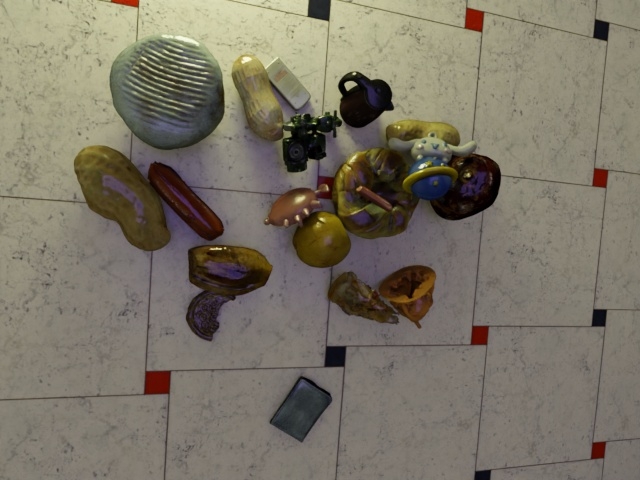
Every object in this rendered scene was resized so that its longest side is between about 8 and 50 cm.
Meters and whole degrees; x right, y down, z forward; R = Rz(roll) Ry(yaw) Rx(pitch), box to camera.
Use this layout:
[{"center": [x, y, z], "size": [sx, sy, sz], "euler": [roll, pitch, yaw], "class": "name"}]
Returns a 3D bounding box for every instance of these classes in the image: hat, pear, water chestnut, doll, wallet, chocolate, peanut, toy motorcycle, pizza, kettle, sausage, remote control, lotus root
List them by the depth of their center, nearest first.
[{"center": [-0.634, -0.130, 1.331], "size": [0.192, 0.169, 0.387], "euler": [-37, 103, -4], "class": "peanut"}, {"center": [-0.463, -0.129, 1.412], "size": [0.102, 0.102, 0.330], "euler": [-43, 104, -9], "class": "sausage"}, {"center": [-0.314, 0.105, 1.432], "size": [0.290, 0.193, 0.193], "euler": [7, 92, -19], "class": "lotus root"}, {"center": [-0.219, -0.491, 1.442], "size": [0.134, 0.134, 0.309], "euler": [-25, 98, -12], "class": "chocolate"}, {"center": [0.189, -0.148, 1.451], "size": [0.147, 0.030, 0.035], "euler": [32, 78, -12], "class": "sausage"}, {"center": [-0.086, -0.125, 1.462], "size": [0.261, 0.211, 0.093], "euler": [-33, 125, -4], "class": "doll"}, {"center": [0.418, -0.261, 1.477], "size": [0.310, 0.160, 0.243], "euler": [-11, 56, -3], "class": "doll"}, {"center": [-0.032, -0.359, 1.481], "size": [0.275, 0.127, 0.205], "euler": [-22, 122, -38], "class": "toy motorcycle"}, {"center": [0.154, -0.518, 1.484], "size": [0.202, 0.232, 0.144], "euler": [41, 82, -14], "class": "kettle"}, {"center": [0.000, 0.000, 1.498], "size": [0.208, 0.209, 0.209], "euler": [-1, 94, -15], "class": "pear"}, {"center": [-0.122, -0.568, 1.511], "size": [0.190, 0.029, 0.087], "euler": [45, 82, -13], "class": "remote control"}, {"center": [0.164, 0.244, 1.573], "size": [0.297, 0.189, 0.071], "euler": [37, 40, -12], "class": "pizza"}, {"center": [-0.072, 0.655, 1.606], "size": [0.167, 0.036, 0.222], "euler": [36, 86, -15], "class": "wallet"}, {"center": [0.405, -0.396, 1.607], "size": [0.318, 0.147, 0.148], "euler": [2, 93, -19], "class": "peanut"}, {"center": [0.559, -0.207, 1.608], "size": [0.244, 0.289, 0.289], "euler": [33, 85, -20], "class": "water chestnut"}, {"center": [0.371, 0.260, 1.624], "size": [0.233, 0.244, 0.233], "euler": [-22, 113, -5], "class": "hat"}]

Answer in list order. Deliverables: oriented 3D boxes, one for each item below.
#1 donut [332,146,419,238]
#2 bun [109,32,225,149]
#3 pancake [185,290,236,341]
[{"center": [0.207, -0.171, 1.557], "size": [0.359, 0.170, 0.361], "euler": [-1, 92, -15], "class": "donut"}, {"center": [-0.477, -0.472, 1.328], "size": [0.361, 0.211, 0.362], "euler": [-1, 95, -12], "class": "bun"}, {"center": [-0.393, 0.271, 1.500], "size": [0.184, 0.020, 0.191], "euler": [-8, 96, -15], "class": "pancake"}]
